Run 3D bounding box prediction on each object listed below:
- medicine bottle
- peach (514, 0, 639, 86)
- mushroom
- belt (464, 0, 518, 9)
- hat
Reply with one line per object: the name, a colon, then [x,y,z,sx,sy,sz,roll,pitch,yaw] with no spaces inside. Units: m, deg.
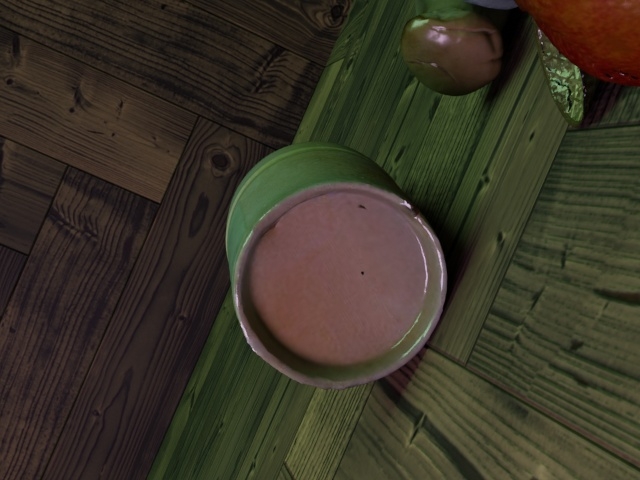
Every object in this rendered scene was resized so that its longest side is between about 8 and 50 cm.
medicine bottle: [0.000,0.000,1.288,0.236,0.235,0.406,-64,12,10]
peach: [0.233,-0.217,0.700,0.231,0.231,0.231,-61,13,24]
mushroom: [0.191,-0.339,1.372,0.154,0.137,0.407,-37,23,43]
belt: [0.212,-0.388,1.176,0.258,0.207,0.150,-62,7,-20]
hat: [0.251,-0.186,0.975,0.146,0.067,0.146,-17,-90,-88]
